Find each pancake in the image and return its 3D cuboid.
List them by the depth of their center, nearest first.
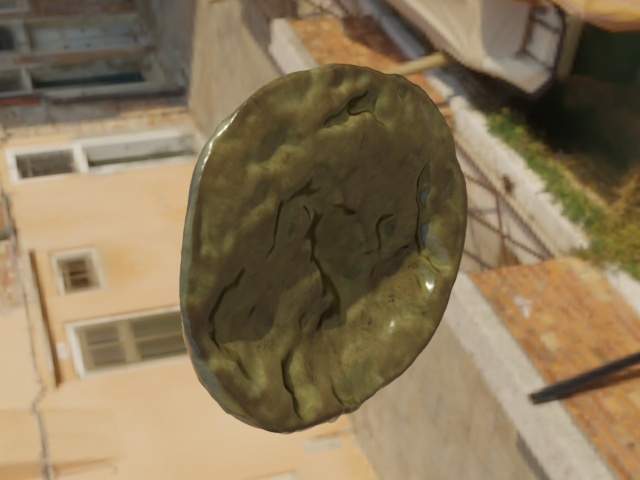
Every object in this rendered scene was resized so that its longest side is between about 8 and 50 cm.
[{"bbox_3d":[0.000,0.000,0.713,0.050,0.242,0.242,13,113,44],"label":"pancake"}]
